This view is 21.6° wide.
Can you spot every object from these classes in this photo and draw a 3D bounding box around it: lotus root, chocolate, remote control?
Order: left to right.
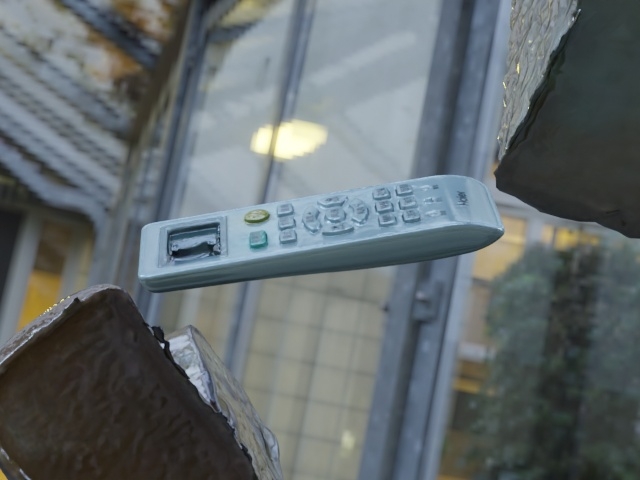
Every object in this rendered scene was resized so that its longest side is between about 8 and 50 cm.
[{"bbox_3d":[-0.163,0.152,1.290,0.083,0.161,0.261,28,-28,59],"label":"chocolate"},{"bbox_3d":[-0.136,0.207,1.519,0.180,0.199,0.188,-27,-45,1],"label":"lotus root"},{"bbox_3d":[0.000,-0.001,1.362,0.293,0.051,0.103,-7,25,0],"label":"remote control"}]

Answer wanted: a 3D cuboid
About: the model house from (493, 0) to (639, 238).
[{"bbox_3d":[0.331,-0.269,1.201,0.395,0.400,0.445,11,-42,-8],"label":"model house"}]
